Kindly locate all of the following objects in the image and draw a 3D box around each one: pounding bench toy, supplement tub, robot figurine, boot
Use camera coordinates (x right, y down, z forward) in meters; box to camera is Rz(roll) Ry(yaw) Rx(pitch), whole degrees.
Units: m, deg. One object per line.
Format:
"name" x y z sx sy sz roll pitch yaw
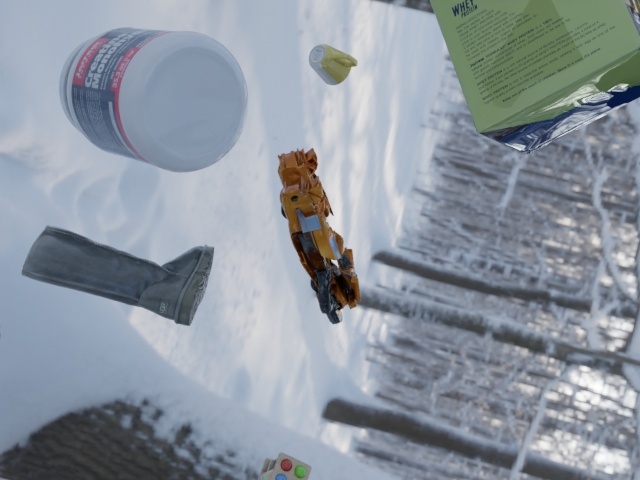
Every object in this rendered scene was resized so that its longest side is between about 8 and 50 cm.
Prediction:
"pounding bench toy" -0.039 0.345 1.319 0.065 0.083 0.052 -39 -154 56
"supplement tub" -0.247 -0.208 1.333 0.191 0.272 0.191 -11 108 -35
"robot figurine" 0.000 0.000 1.576 0.211 0.085 0.291 -98 169 -57
"boot" -0.246 0.030 1.162 0.189 0.209 0.076 -77 180 -74

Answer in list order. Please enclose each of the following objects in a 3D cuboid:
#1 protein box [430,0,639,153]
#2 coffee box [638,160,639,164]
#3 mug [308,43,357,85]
"protein box" 0.261 -0.240 1.057 0.136 0.200 0.201 10 58 -53
"coffee box" 0.670 -0.098 1.230 0.338 0.334 0.337 -57 133 -26
"mug" 0.018 -0.314 1.605 0.064 0.078 0.062 25 39 -53
